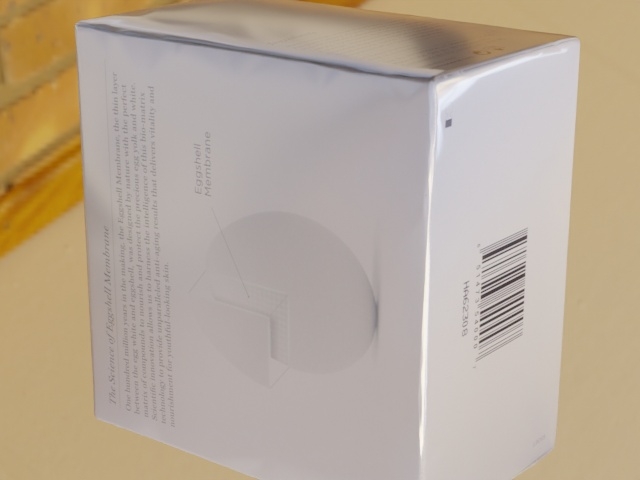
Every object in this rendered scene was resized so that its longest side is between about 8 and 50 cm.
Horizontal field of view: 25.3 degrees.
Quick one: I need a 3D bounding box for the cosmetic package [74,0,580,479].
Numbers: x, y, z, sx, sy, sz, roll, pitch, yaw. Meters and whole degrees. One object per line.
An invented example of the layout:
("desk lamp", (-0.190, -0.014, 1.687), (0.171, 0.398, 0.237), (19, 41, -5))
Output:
("cosmetic package", (0.000, 0.000, 0.738), (0.224, 0.224, 0.138), (14, -157, 35))
